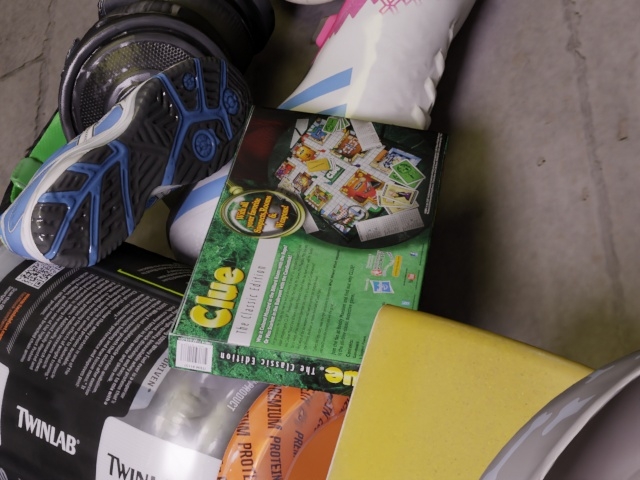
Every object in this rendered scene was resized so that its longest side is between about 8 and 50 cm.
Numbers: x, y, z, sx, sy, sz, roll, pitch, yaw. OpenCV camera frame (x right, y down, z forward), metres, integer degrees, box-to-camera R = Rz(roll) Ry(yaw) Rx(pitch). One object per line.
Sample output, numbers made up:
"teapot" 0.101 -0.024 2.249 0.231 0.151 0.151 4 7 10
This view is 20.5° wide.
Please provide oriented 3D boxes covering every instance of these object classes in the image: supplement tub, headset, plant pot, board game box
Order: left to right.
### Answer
"headset" -0.132 -0.159 1.324 0.394 0.185 0.243 -41 20 32
"supplement tub" -0.094 0.113 1.127 0.316 0.193 0.193 17 71 45
"board game box" 0.000 0.000 1.076 0.136 0.030 0.260 11 35 3
"plant pot" 0.122 0.178 0.913 0.187 0.212 0.212 4 61 26

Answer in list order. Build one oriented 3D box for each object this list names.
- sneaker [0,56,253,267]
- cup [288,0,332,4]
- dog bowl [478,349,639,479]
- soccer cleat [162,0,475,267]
"sneaker" -0.129 -0.057 1.164 0.081 0.080 0.211 -5 26 50
"cup" 0.021 -0.379 1.358 0.237 0.331 0.331 -32 37 -25
"dog bowl" 0.195 0.194 0.747 0.349 0.349 0.102 -55 15 -9
"soccer cleat" 0.036 -0.081 1.252 0.143 0.116 0.331 37 83 25
